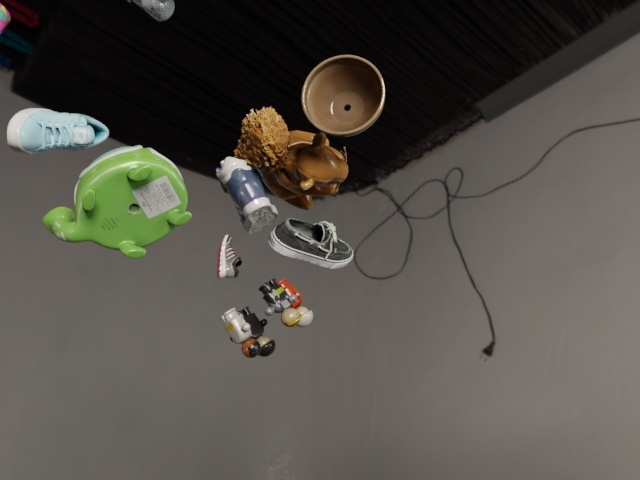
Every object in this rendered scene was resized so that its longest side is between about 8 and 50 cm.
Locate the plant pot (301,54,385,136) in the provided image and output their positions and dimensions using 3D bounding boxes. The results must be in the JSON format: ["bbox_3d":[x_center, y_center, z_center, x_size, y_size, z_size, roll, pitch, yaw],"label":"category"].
[{"bbox_3d":[0.071,-0.404,1.525,0.238,0.110,0.237,-1,82,10],"label":"plant pot"}]

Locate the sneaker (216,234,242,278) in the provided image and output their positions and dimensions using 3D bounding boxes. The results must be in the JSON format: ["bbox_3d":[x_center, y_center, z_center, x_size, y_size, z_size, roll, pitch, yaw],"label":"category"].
[{"bbox_3d":[-0.290,0.056,1.688,0.063,0.075,0.170,119,155,-42],"label":"sneaker"}]

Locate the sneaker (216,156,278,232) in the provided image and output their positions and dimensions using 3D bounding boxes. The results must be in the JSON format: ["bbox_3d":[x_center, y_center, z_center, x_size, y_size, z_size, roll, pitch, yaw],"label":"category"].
[{"bbox_3d":[-0.255,-0.166,1.776,0.130,0.323,0.236,-29,81,-8],"label":"sneaker"}]

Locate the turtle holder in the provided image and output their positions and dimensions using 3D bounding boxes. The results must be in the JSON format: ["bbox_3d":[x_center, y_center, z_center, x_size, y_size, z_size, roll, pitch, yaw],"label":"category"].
[{"bbox_3d":[-0.488,-0.092,1.295,0.320,0.243,0.227,-50,40,10],"label":"turtle holder"}]

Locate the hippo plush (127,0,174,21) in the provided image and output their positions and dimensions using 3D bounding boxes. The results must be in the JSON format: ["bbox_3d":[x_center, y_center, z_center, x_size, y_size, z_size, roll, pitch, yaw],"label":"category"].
[{"bbox_3d":[-0.600,-0.930,1.872,0.236,0.294,0.234,-45,4,22],"label":"hippo plush"}]

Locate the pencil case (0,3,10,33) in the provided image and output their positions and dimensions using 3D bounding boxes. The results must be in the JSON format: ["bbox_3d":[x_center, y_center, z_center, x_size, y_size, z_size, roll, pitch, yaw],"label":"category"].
[{"bbox_3d":[-1.088,-0.677,1.681,0.104,0.105,0.236,-33,43,37],"label":"pencil case"}]

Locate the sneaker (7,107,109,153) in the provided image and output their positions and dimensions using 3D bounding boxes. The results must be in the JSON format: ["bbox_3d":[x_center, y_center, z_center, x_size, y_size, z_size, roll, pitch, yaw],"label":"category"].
[{"bbox_3d":[-0.781,-0.336,1.602,0.366,0.150,0.135,-62,-24,-69],"label":"sneaker"}]

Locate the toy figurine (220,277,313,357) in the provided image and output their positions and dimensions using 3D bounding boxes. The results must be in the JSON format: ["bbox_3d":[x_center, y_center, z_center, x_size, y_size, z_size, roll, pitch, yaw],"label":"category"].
[{"bbox_3d":[-0.136,0.210,1.383,0.213,0.209,0.148,-36,81,2],"label":"toy figurine"}]

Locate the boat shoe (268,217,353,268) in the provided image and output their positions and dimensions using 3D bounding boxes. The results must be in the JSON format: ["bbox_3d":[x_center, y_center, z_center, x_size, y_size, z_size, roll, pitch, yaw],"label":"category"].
[{"bbox_3d":[-0.002,-0.003,1.481,0.105,0.307,0.113,-47,46,27],"label":"boat shoe"}]

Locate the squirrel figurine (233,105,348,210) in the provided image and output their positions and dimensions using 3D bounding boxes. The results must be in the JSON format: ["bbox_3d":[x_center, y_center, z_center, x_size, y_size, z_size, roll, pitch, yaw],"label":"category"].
[{"bbox_3d":[-0.099,-0.268,1.759,0.280,0.397,0.370,-67,21,3],"label":"squirrel figurine"}]
